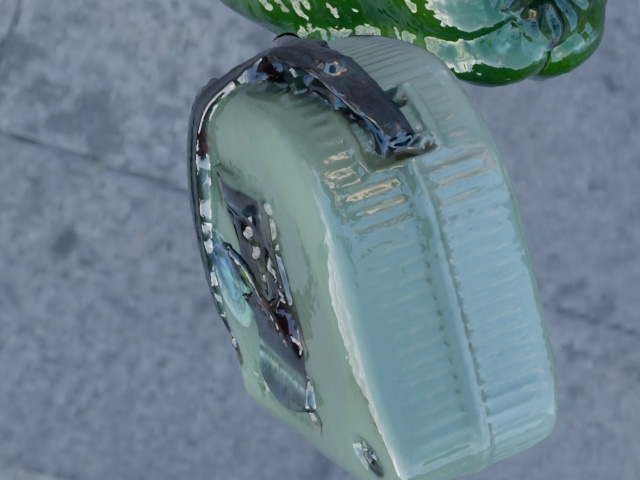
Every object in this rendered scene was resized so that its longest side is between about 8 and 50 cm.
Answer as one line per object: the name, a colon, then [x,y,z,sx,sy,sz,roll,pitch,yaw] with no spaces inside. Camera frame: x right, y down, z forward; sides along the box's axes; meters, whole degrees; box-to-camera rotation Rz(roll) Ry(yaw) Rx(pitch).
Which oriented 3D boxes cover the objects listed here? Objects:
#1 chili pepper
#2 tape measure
chili pepper: [0.044,-0.201,1.429,0.213,0.385,0.167,12,95,-41]
tape measure: [0.000,0.000,0.900,0.115,0.235,0.207,-23,108,-17]
